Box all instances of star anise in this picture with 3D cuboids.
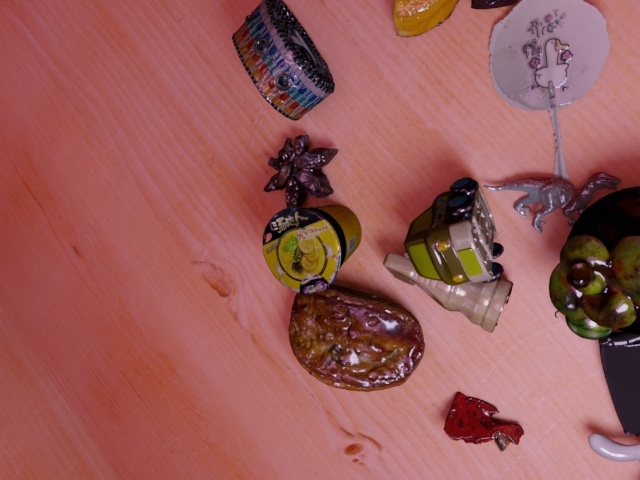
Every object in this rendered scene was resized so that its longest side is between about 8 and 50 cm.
[{"bbox_3d":[-0.063,-0.173,1.279,0.214,0.099,0.220,32,115,27],"label":"star anise"}]

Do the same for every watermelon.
[{"bbox_3d":[0.587,0.166,1.040,0.109,0.109,0.109,7,106,25],"label":"watermelon"}]

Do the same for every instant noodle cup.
[{"bbox_3d":[0.000,0.000,1.209,0.215,0.236,0.216,7,106,25],"label":"instant noodle cup"}]

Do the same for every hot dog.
[{"bbox_3d":[0.081,0.255,1.269,0.387,0.174,0.267,14,106,24],"label":"hot dog"}]

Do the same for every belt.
[{"bbox_3d":[-0.105,-0.442,1.168,0.160,0.207,0.295,-35,84,27],"label":"belt"}]

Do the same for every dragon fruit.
[{"bbox_3d":[0.425,0.479,1.229,0.192,0.122,0.092,2,143,23],"label":"dragon fruit"}]

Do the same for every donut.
[{"bbox_3d":[0.243,-0.588,1.027,0.152,0.101,0.259,8,102,19],"label":"donut"}]

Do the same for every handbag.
[{"bbox_3d":[0.739,0.296,1.009,0.223,0.080,0.247,-14,98,36],"label":"handbag"}]

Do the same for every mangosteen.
[{"bbox_3d":[0.601,0.041,0.884,0.311,0.311,0.311,7,106,25],"label":"mangosteen"}]

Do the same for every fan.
[{"bbox_3d":[0.488,-0.306,0.998,0.233,0.012,0.415,-7,103,39],"label":"fan"}]

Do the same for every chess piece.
[{"bbox_3d":[0.298,0.106,1.148,0.300,0.137,0.137,22,112,20],"label":"chess piece"}]

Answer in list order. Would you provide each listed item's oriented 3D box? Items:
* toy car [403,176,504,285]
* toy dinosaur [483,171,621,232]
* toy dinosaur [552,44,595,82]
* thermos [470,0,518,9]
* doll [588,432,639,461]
[{"bbox_3d":[0.283,-0.007,1.061,0.198,0.248,0.204,-17,115,32],"label":"toy car"},{"bbox_3d":[0.491,-0.108,1.039,0.242,0.053,0.167,30,114,22],"label":"toy dinosaur"},{"bbox_3d":[0.522,-0.381,0.977,0.120,0.029,0.060,-50,63,33],"label":"toy dinosaur"},{"bbox_3d":[0.360,-0.603,0.957,0.124,0.099,0.232,1,104,12],"label":"thermos"},{"bbox_3d":[0.735,0.512,0.991,0.310,0.160,0.243,4,131,32],"label":"doll"}]
